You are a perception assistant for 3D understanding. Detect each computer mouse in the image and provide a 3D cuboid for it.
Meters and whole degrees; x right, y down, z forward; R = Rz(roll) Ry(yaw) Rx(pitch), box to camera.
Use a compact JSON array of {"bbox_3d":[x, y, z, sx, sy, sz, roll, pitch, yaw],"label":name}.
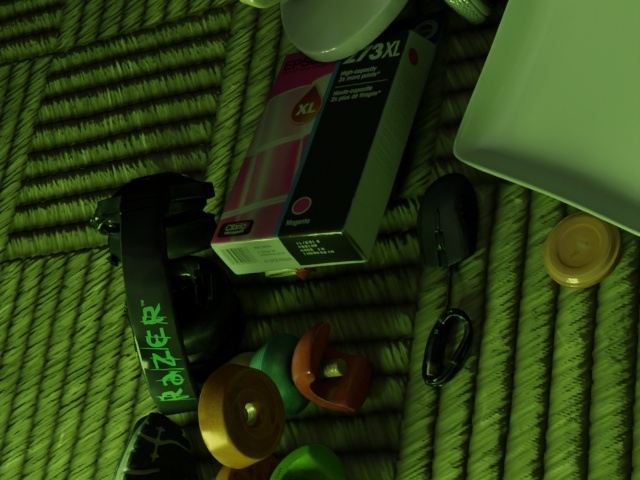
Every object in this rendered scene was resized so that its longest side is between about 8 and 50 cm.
[{"bbox_3d":[0.126,0.035,1.515,0.071,0.041,0.242,-12,60,31],"label":"computer mouse"}]

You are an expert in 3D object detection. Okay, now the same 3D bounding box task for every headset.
[{"bbox_3d":[-0.192,0.035,1.630,0.185,0.243,0.394,-9,26,4],"label":"headset"}]

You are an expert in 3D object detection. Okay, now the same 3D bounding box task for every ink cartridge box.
[{"bbox_3d":[0.016,-0.130,1.621,0.176,0.069,0.371,-7,47,34],"label":"ink cartridge box"}]

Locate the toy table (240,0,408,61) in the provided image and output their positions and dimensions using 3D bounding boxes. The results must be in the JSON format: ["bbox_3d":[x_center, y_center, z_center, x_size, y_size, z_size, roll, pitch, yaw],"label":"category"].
[{"bbox_3d":[0.012,-0.352,1.600,0.252,0.161,0.274,8,78,34],"label":"toy table"}]

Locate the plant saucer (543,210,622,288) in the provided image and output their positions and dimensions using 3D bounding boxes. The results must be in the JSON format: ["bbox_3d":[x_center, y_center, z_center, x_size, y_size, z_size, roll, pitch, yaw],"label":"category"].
[{"bbox_3d":[0.260,0.008,1.447,0.083,0.013,0.083,-18,57,29],"label":"plant saucer"}]

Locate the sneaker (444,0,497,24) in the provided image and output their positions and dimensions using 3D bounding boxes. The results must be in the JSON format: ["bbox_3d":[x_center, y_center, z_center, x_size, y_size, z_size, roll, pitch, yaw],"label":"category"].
[{"bbox_3d":[0.159,-0.377,1.679,0.153,0.101,0.268,-41,54,11],"label":"sneaker"}]

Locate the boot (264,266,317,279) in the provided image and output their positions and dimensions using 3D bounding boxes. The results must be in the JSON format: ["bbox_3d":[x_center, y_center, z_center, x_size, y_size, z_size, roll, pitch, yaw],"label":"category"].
[{"bbox_3d":[0.000,0.000,1.626,0.158,0.059,0.084,-10,74,32],"label":"boot"}]

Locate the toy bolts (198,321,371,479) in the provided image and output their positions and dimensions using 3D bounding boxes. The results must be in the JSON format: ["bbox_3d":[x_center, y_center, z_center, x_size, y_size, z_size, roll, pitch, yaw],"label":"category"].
[{"bbox_3d":[-0.074,0.181,1.494,0.158,0.218,0.228,-12,41,39],"label":"toy bolts"}]

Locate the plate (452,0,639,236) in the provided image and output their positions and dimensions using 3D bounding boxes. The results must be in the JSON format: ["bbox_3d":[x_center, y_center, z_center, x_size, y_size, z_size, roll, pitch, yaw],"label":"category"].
[{"bbox_3d":[0.292,-0.167,1.454,0.278,0.045,0.277,27,100,38],"label":"plate"}]

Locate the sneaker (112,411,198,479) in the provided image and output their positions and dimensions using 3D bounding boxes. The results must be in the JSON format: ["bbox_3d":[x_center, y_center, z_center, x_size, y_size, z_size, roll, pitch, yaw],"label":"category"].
[{"bbox_3d":[-0.224,0.322,1.577,0.122,0.110,0.283,-7,62,38],"label":"sneaker"}]
